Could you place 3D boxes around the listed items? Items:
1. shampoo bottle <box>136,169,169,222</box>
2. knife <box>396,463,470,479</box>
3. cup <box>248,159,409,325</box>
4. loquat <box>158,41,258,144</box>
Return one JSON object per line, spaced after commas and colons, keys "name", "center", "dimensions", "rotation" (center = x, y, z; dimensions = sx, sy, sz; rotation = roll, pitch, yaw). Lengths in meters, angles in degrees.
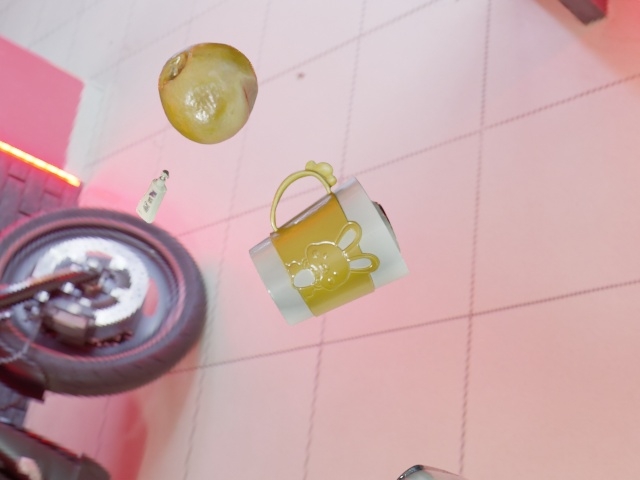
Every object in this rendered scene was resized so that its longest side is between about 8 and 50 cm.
{"name": "shampoo bottle", "center": [-0.358, -0.101, 2.116], "dimensions": [0.049, 0.034, 0.141], "rotation": [58, 134, 29]}
{"name": "knife", "center": [0.155, 0.346, 1.341], "dimensions": [0.073, 0.265, 0.040], "rotation": [-42, 64, 8]}
{"name": "cup", "center": [0.000, 0.000, 1.582], "dimensions": [0.226, 0.241, 0.185], "rotation": [-30, 8, 1]}
{"name": "loquat", "center": [-0.222, -0.299, 1.991], "dimensions": [0.213, 0.213, 0.213], "rotation": [-27, 50, 37]}
